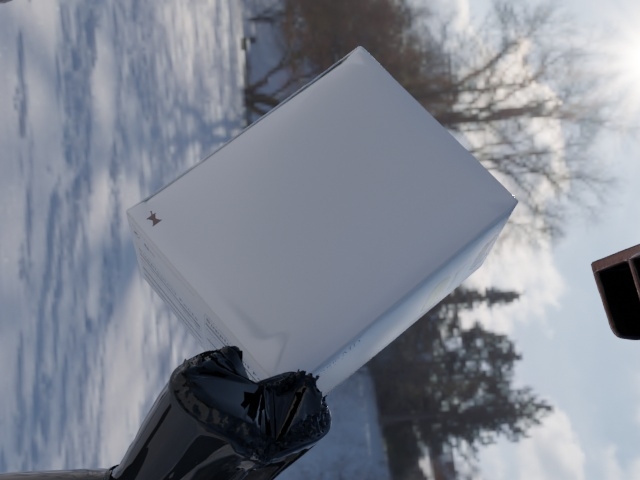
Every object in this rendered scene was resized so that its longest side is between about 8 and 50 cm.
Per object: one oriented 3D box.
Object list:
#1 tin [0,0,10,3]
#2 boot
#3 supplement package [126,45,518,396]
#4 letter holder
[{"bbox_3d":[-0.077,-0.134,0.394,0.189,0.106,0.040,6,-59,56],"label":"tin"},{"bbox_3d":[-0.135,0.151,0.664,0.207,0.246,0.094,-54,-138,32],"label":"boot"},{"bbox_3d":[0.000,0.000,0.877,0.204,0.262,0.145,47,-19,16],"label":"supplement package"},{"bbox_3d":[0.584,0.099,1.476,0.152,0.301,0.215,-31,-112,56],"label":"letter holder"}]
